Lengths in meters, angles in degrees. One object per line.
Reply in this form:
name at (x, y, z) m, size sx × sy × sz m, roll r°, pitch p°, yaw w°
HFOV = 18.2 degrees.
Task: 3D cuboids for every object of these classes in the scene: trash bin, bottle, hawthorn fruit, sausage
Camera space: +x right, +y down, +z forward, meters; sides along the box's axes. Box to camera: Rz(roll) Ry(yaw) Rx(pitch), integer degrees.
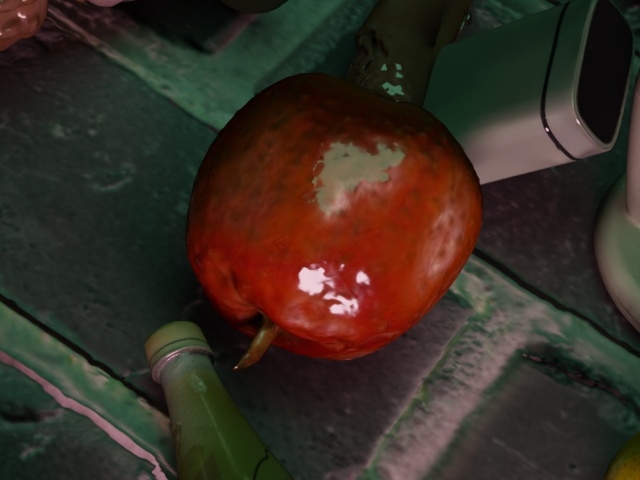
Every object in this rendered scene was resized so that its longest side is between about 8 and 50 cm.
trash bin at (0.137, -0.097, 1.336) m, size 0.059 × 0.130 × 0.116 m, roll 45°, pitch 46°, yaw -33°
bottle at (-0.045, 0.160, 1.159) m, size 0.083 × 0.083 × 0.269 m, roll -11°, pitch 56°, yaw -22°
hawthorn fruit at (0.000, 0.000, 1.242) m, size 0.179 × 0.179 × 0.200 m, roll 24°, pitch 64°, yaw 5°
sausage at (0.076, -0.174, 1.453) m, size 0.078 × 0.078 × 0.304 m, roll 20°, pitch 53°, yaw 1°

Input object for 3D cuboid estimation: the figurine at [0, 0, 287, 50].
figurine at (-0.173, -0.235, 1.368) m, size 0.332 × 0.185 × 0.204 m, roll -14°, pitch 93°, yaw -28°

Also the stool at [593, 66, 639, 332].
stool at (0.303, -0.033, 1.324) m, size 0.195 × 0.198 × 0.195 m, roll -14°, pitch 60°, yaw -24°

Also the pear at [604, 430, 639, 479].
pear at (0.242, 0.165, 1.219) m, size 0.141 × 0.104 × 0.141 m, roll 4°, pitch 52°, yaw -6°
